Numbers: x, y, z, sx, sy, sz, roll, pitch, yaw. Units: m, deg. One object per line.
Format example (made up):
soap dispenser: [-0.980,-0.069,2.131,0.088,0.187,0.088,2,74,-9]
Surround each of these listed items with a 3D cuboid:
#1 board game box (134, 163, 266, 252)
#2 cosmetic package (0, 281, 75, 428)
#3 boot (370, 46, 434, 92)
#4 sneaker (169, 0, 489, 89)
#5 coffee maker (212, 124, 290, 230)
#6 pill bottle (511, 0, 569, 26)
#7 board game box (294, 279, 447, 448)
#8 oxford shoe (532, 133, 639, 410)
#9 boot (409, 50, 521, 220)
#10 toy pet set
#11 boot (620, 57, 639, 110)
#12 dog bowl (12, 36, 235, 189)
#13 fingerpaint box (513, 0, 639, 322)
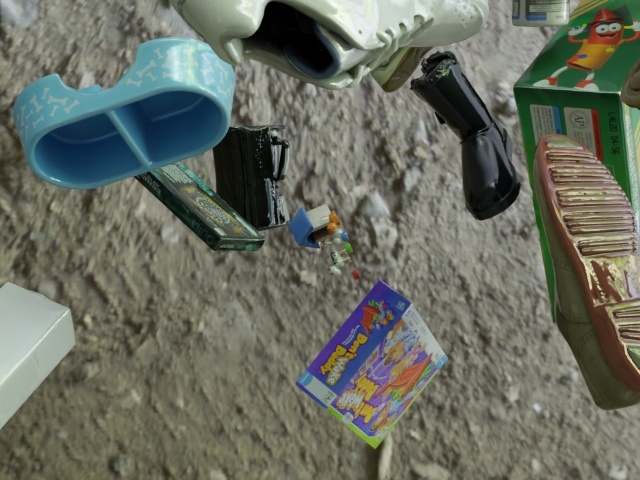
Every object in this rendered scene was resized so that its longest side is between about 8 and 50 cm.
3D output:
board game box: [-0.176,-0.050,1.455,0.186,0.126,0.026,42,107,21]
cosmetic package: [-0.455,0.175,1.397,0.117,0.231,0.086,22,137,18]
boot: [0.140,-0.403,1.869,0.165,0.077,0.213,49,112,25]
sneaker: [0.013,-0.160,0.724,0.297,0.129,0.111,-5,147,-37]
coffee maker: [-0.136,-0.104,1.715,0.171,0.120,0.178,-5,94,-23]
pill bottle: [0.298,-0.359,1.361,0.078,0.078,0.137,-2,105,-3]
board game box: [0.105,0.239,1.863,0.078,0.347,0.233,36,83,27]
oxford shoe: [0.311,0.036,1.215,0.123,0.348,0.130,2,151,-23]
boot: [0.218,-0.169,1.569,0.094,0.246,0.207,-29,117,27]
toy pet set: [0.000,0.000,1.489,0.065,0.114,0.122,-24,144,-4]
boot: [0.445,-0.138,0.923,0.283,0.109,0.220,-28,124,38]
dog bowl: [-0.249,-0.154,1.299,0.297,0.074,0.166,-18,145,7]
fingerpaint box: [0.473,-0.137,1.552,0.163,0.371,0.445,10,133,34]
